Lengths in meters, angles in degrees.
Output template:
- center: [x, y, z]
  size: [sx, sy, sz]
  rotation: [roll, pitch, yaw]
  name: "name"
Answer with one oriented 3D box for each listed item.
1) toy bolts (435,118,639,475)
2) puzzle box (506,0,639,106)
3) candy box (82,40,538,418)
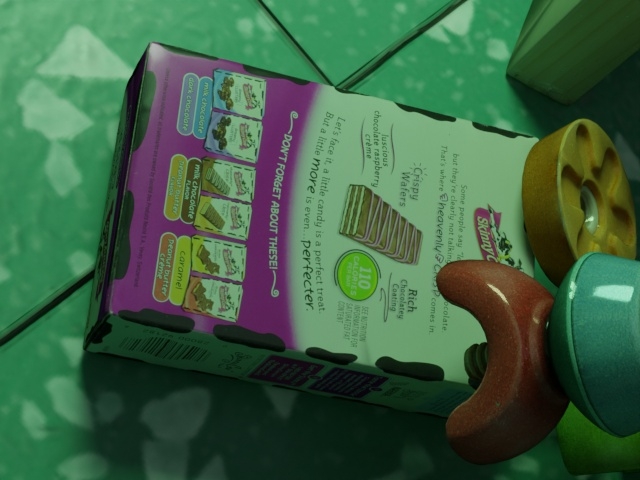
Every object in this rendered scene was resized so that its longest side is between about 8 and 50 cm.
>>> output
- center: [0.177, 0.029, 0.739]
  size: [0.228, 0.158, 0.218]
  rotation: [5, 77, -55]
  name: "toy bolts"
- center: [0.255, -0.304, 0.899]
  size: [0.052, 0.272, 0.409]
  rotation: [28, 64, -9]
  name: "puzzle box"
- center: [0.000, 0.000, 0.800]
  size: [0.233, 0.071, 0.159]
  rotation: [13, 66, -15]
  name: "candy box"
